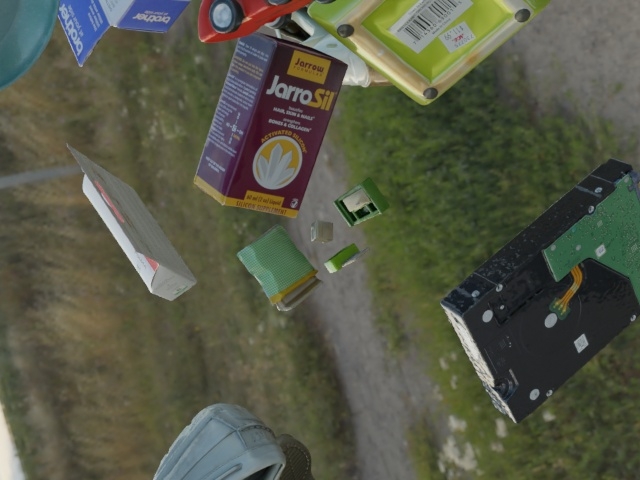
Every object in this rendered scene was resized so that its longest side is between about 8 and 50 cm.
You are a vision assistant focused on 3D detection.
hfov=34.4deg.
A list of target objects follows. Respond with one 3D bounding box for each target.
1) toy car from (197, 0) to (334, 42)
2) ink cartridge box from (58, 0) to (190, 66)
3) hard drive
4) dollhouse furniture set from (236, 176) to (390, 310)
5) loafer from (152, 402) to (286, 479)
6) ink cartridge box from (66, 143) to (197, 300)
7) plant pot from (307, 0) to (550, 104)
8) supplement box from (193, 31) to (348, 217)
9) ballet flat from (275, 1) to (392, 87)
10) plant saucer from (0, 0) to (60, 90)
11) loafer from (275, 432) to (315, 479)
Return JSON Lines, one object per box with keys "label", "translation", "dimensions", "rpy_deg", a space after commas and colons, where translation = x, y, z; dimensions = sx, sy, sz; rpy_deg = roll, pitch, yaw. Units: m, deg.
{"label": "toy car", "translation": [0.052, -0.186, 0.575], "dimensions": [0.239, 0.225, 0.053], "rpy_deg": [-15, 96, 68]}
{"label": "ink cartridge box", "translation": [-0.115, -0.292, 0.760], "dimensions": [0.311, 0.065, 0.185], "rpy_deg": [-41, 66, 36]}
{"label": "hard drive", "translation": [0.348, 0.072, 1.481], "dimensions": [0.064, 0.339, 0.237], "rpy_deg": [35, 160, 54]}
{"label": "dollhouse furniture set", "translation": [0.000, 0.000, 1.026], "dimensions": [0.076, 0.152, 0.058], "rpy_deg": [55, 147, -4]}
{"label": "loafer", "translation": [-0.149, 0.315, 1.038], "dimensions": [0.111, 0.112, 0.319], "rpy_deg": [36, 95, 44]}
{"label": "ink cartridge box", "translation": [-0.263, -0.017, 1.368], "dimensions": [0.181, 0.056, 0.225], "rpy_deg": [54, -176, 16]}
{"label": "plant pot", "translation": [0.110, -0.303, 1.159], "dimensions": [0.228, 0.227, 0.207], "rpy_deg": [-38, 38, 26]}
{"label": "supplement box", "translation": [-0.057, -0.131, 1.164], "dimensions": [0.081, 0.104, 0.188], "rpy_deg": [35, 111, 50]}
{"label": "ballet flat", "translation": [0.012, -0.289, 1.477], "dimensions": [0.342, 0.124, 0.116], "rpy_deg": [44, 159, 43]}
{"label": "plant saucer", "translation": [-0.193, -0.135, 0.546], "dimensions": [0.021, 0.119, 0.119], "rpy_deg": [20, 128, 37]}
{"label": "loafer", "translation": [-0.040, 0.264, 1.177], "dimensions": [0.050, 0.056, 0.148], "rpy_deg": [32, 151, 33]}
